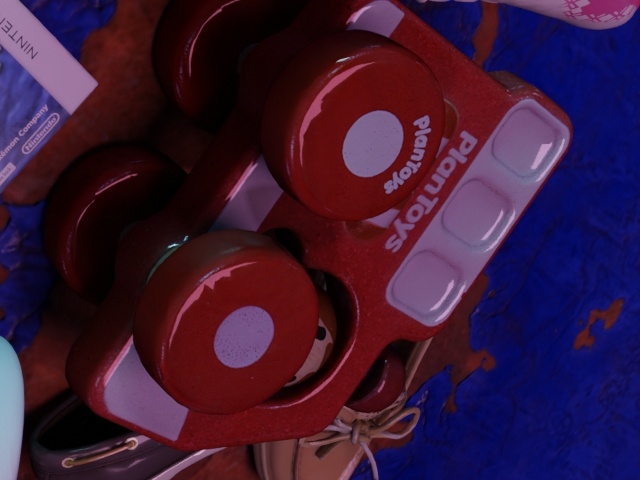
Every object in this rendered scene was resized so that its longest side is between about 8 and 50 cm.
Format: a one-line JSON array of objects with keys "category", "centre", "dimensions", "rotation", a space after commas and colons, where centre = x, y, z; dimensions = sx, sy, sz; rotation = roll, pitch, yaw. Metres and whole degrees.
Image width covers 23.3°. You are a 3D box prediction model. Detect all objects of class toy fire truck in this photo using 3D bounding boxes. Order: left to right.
[{"category": "toy fire truck", "centre": [0.000, 0.000, 0.923], "dimensions": [0.254, 0.169, 0.302], "rotation": [31, 94, -39]}]

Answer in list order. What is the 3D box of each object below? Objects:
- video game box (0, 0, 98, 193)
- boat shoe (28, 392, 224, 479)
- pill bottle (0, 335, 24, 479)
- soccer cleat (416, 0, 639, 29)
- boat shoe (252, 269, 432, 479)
[{"category": "video game box", "centre": [-0.236, -0.064, 0.775], "dimensions": [0.205, 0.048, 0.187], "rotation": [-50, 137, -6]}, {"category": "boat shoe", "centre": [-0.084, 0.095, 1.004], "dimensions": [0.227, 0.081, 0.069], "rotation": [-35, 140, -19]}, {"category": "pill bottle", "centre": [-0.283, 0.090, 0.722], "dimensions": [0.264, 0.146, 0.146], "rotation": [13, 108, -23]}, {"category": "soccer cleat", "centre": [0.073, -0.196, 0.950], "dimensions": [0.143, 0.116, 0.331], "rotation": [-50, 136, 10]}, {"category": "boat shoe", "centre": [0.031, 0.075, 1.096], "dimensions": [0.104, 0.089, 0.285], "rotation": [-5, 120, -43]}]
